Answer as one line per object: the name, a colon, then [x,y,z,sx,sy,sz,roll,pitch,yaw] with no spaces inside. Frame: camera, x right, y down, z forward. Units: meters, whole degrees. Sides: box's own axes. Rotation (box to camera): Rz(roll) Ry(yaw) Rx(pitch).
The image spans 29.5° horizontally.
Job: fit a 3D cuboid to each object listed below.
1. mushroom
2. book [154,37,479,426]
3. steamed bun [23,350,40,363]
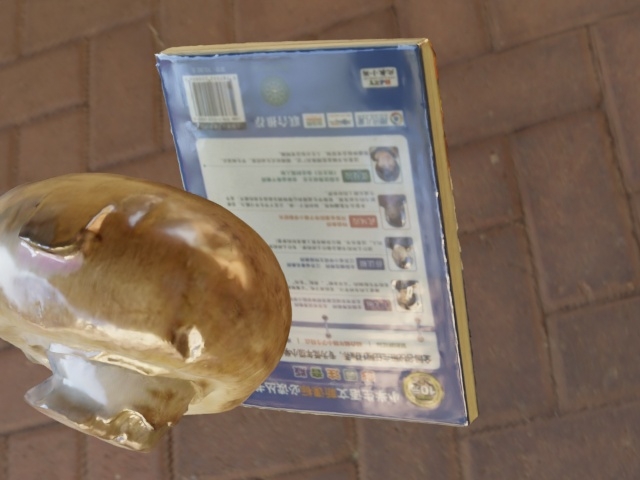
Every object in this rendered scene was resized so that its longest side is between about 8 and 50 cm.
mushroom: [-0.143,0.048,0.870,0.255,0.255,0.184,19,78,25]
book: [0.000,0.000,1.276,0.300,0.428,0.039,2,26,24]
steamed bun: [-0.255,0.062,1.418,0.211,0.218,0.144,-12,89,-9]
